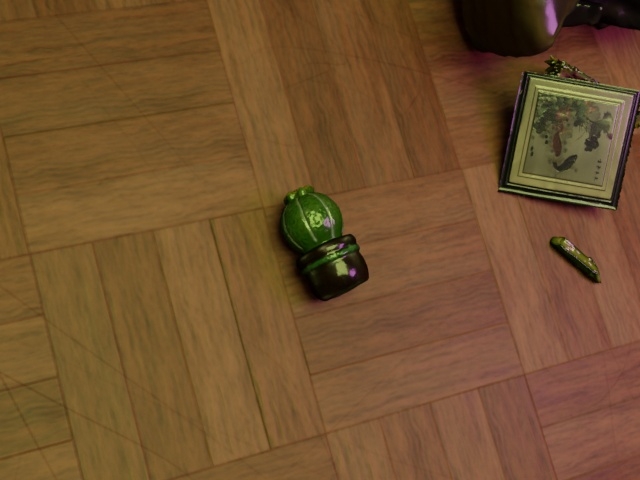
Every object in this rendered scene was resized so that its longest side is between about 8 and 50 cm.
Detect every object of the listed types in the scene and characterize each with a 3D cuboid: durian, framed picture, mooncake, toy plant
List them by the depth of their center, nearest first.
[{"bbox_3d":[0.000,0.000,1.400,0.093,0.093,0.162,-25,82,-23],"label":"toy plant"},{"bbox_3d":[0.395,-0.156,1.554,0.199,0.010,0.195,9,100,-3],"label":"framed picture"},{"bbox_3d":[0.428,-0.428,1.565,0.394,0.246,0.393,29,90,-27],"label":"mooncake"},{"bbox_3d":[0.421,-0.213,1.612,0.186,0.119,0.108,30,104,-7],"label":"durian"}]

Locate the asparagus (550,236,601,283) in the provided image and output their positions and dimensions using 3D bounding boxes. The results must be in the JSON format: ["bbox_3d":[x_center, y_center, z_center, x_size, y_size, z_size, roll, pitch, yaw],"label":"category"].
[{"bbox_3d":[0.412,0.030,1.570,0.108,0.021,0.025,41,66,-5],"label":"asparagus"}]
